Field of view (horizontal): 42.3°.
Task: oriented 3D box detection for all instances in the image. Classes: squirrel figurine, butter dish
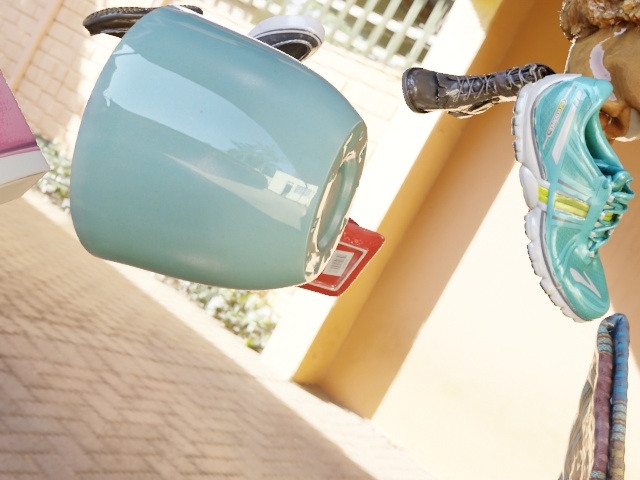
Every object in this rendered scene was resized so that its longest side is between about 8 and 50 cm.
[{"bbox_3d":[0.583,-0.332,1.360,0.281,0.397,0.370,-13,-3,-21],"label":"squirrel figurine"},{"bbox_3d":[0.000,0.000,1.406,0.160,0.160,0.118,18,34,-28],"label":"butter dish"}]

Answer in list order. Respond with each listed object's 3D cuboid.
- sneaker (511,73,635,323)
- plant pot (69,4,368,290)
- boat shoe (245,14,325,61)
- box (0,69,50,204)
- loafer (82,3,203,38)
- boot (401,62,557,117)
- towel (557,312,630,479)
[{"bbox_3d":[0.276,-0.039,0.877,0.110,0.275,0.107,-3,18,33],"label":"sneaker"},{"bbox_3d":[-0.086,-0.078,0.900,0.235,0.293,0.293,20,4,11],"label":"plant pot"},{"bbox_3d":[-0.122,-0.294,1.438,0.301,0.102,0.108,-14,-30,30],"label":"boat shoe"},{"bbox_3d":[-0.570,-0.176,1.354,0.127,0.148,0.232,-28,93,-44],"label":"box"},{"bbox_3d":[-0.321,-0.386,1.515,0.220,0.078,0.080,-6,24,-14],"label":"loafer"},{"bbox_3d":[0.303,-0.291,1.528,0.263,0.091,0.229,-1,-3,-45],"label":"boot"},{"bbox_3d":[0.230,0.281,0.762,0.040,0.370,0.271,8,46,14],"label":"towel"}]
